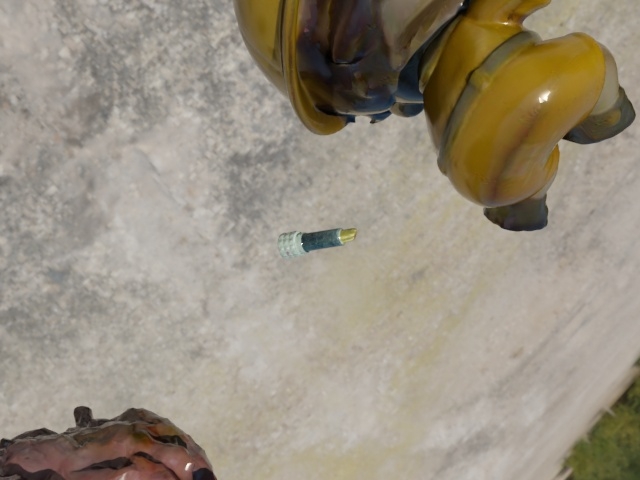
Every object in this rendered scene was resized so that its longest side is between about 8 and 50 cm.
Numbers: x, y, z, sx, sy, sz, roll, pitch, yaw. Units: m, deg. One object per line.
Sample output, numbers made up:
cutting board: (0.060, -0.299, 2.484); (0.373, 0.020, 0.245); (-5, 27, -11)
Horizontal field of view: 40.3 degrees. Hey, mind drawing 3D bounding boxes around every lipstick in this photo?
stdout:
lipstick: (0.000, 0.000, 1.175); (0.116, 0.037, 0.037); (-8, 173, 27)

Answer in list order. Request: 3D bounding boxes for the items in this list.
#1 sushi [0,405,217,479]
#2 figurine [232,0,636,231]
sushi: (-0.123, 0.227, 0.423); (0.171, 0.236, 0.270); (-29, 122, -68)
figurine: (0.051, -0.128, 0.510); (0.167, 0.257, 0.192); (-15, 137, -31)
